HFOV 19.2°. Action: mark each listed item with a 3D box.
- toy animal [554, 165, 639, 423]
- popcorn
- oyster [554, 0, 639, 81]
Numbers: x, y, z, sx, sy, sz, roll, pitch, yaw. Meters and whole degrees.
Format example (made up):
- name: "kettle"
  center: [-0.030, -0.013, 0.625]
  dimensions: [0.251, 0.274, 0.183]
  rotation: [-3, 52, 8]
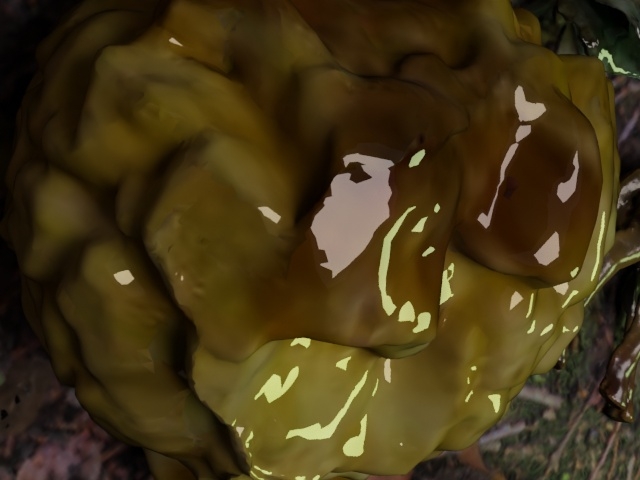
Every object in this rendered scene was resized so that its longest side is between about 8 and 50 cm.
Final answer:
- name: "toy animal"
  center: [0.219, -0.001, 1.079]
  dimensions: [0.275, 0.054, 0.149]
  rotation: [-40, 124, -26]
- name: "popcorn"
  center: [0.000, 0.000, 0.812]
  dimensions: [0.265, 0.225, 0.332]
  rotation: [-25, 136, -20]
- name: "oyster"
  center: [0.198, -0.212, 0.980]
  dimensions: [0.198, 0.112, 0.267]
  rotation: [2, 91, -42]
